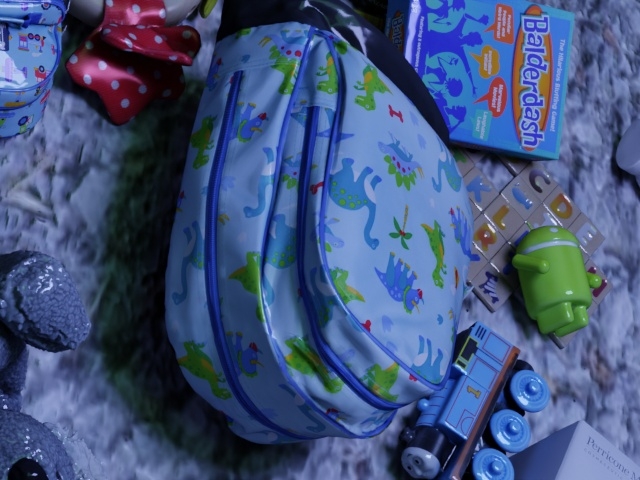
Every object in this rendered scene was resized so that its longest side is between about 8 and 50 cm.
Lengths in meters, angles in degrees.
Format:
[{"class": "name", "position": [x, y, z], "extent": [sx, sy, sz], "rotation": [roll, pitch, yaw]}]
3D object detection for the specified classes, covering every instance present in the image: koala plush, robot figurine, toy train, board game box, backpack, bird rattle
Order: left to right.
[{"class": "koala plush", "position": [-0.252, 0.145, 1.131], "extent": [0.196, 0.203, 0.221], "rotation": [-40, 113, -32]}, {"class": "backpack", "position": [-0.287, -0.179, 1.295], "extent": [0.158, 0.117, 0.173], "rotation": [5, 66, -31]}, {"class": "bird rattle", "position": [-0.172, -0.240, 1.434], "extent": [0.207, 0.143, 0.253], "rotation": [37, 63, 2]}, {"class": "backpack", "position": [0.000, 0.000, 1.319], "extent": [0.290, 0.273, 0.356], "rotation": [50, 56, -42]}, {"class": "toy train", "position": [0.138, 0.167, 1.428], "extent": [0.105, 0.080, 0.184], "rotation": [34, 53, -3]}, {"class": "board game box", "position": [0.161, -0.175, 1.593], "extent": [0.210, 0.047, 0.160], "rotation": [7, 87, -31]}, {"class": "robot figurine", "position": [0.234, 0.036, 1.554], "extent": [0.101, 0.067, 0.115], "rotation": [13, 58, -40]}]

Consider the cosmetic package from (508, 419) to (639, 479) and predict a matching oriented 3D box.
[{"class": "cosmetic package", "position": [0.241, 0.324, 1.370], "extent": [0.224, 0.138, 0.225], "rotation": [39, 49, -9]}]

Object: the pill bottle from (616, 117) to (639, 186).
[{"class": "pill bottle", "position": [0.410, -0.079, 1.737], "extent": [0.152, 0.086, 0.086], "rotation": [25, 54, -21]}]

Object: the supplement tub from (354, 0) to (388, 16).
[{"class": "supplement tub", "position": [0.104, -0.324, 1.589], "extent": [0.117, 0.190, 0.117], "rotation": [16, 58, -27]}]

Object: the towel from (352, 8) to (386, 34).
[{"class": "towel", "position": [0.017, -0.200, 1.576], "extent": [0.237, 0.021, 0.102], "rotation": [14, 58, -28]}]

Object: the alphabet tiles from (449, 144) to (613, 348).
[{"class": "alphabet tiles", "position": [0.202, -0.009, 1.608], "extent": [0.237, 0.009, 0.198], "rotation": [48, 49, -2]}]
